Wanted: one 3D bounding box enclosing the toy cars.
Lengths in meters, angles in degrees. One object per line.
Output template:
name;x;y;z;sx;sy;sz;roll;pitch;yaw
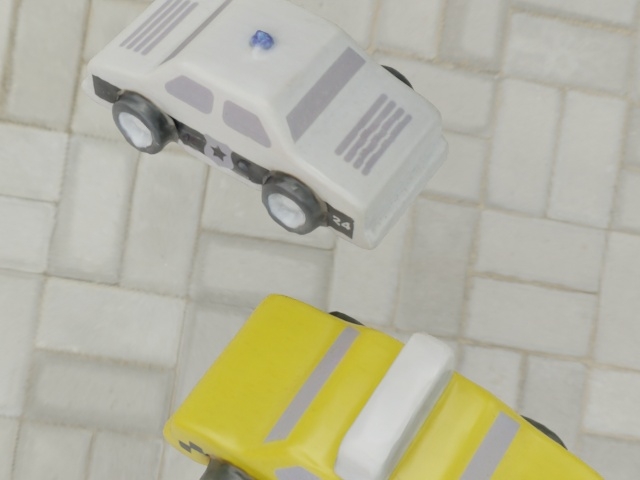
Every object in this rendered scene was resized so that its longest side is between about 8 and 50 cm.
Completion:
toy cars;0.000;0.000;0.518;0.176;0.087;0.394;-13;57;-11
